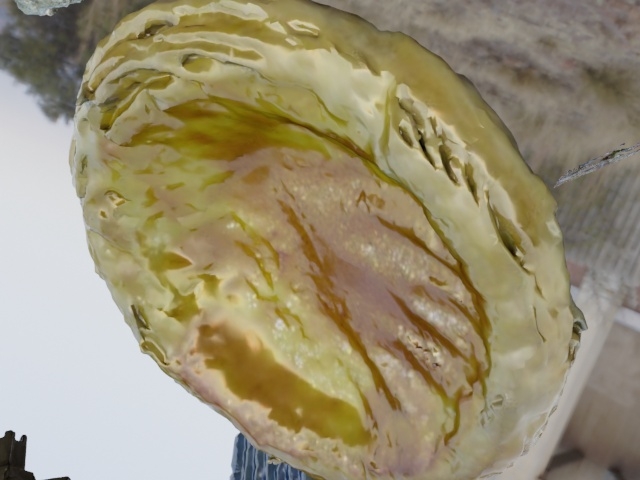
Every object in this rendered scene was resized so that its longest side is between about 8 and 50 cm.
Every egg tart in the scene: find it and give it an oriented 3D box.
[{"bbox_3d":[0.000,0.000,0.564,0.388,0.387,0.169,24,-134,24],"label":"egg tart"}]

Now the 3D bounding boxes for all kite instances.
[{"bbox_3d":[0.331,-0.095,0.958,0.183,0.010,0.160,-16,170,-38],"label":"kite"}]

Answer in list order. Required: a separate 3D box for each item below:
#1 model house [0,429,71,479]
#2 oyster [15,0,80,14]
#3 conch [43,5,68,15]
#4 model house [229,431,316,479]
[{"bbox_3d":[-0.418,0.387,1.112,0.211,0.243,0.204,-11,155,13],"label":"model house"},{"bbox_3d":[-0.339,-0.356,1.043,0.125,0.177,0.064,62,-156,-10],"label":"oyster"},{"bbox_3d":[-0.469,-0.530,1.467,0.210,0.291,0.159,12,160,1],"label":"conch"},{"bbox_3d":[0.041,0.448,1.273,0.400,0.395,0.445,-7,156,8],"label":"model house"}]
